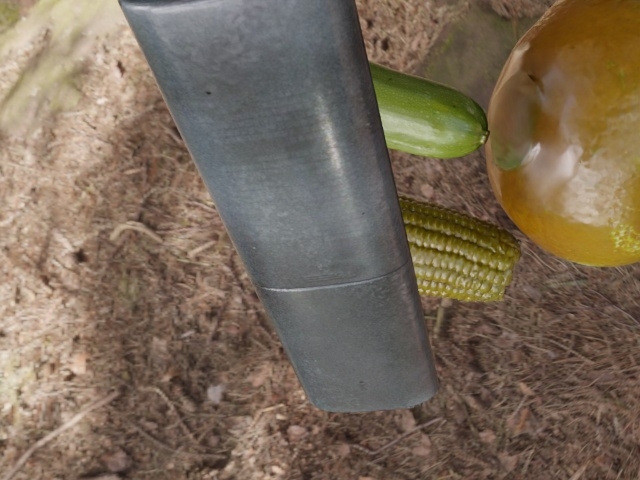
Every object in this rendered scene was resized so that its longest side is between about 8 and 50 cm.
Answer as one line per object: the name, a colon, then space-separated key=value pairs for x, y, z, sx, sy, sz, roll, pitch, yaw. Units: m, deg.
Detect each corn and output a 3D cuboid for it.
corn: x=0.084 y=0.002 z=1.038 sx=0.344 sy=0.131 sz=0.131 roll=11 pitch=88 yaw=1

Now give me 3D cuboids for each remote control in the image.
remote control: x=0.000 y=0.000 z=0.489 sx=0.107 sy=0.378 sz=0.044 roll=-4 pitch=50 yaw=14

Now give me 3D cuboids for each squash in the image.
squash: x=0.094 y=-0.139 z=0.872 sx=0.188 sy=0.095 sz=0.095 roll=21 pitch=92 yaw=13

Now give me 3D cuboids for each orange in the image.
orange: x=0.313 y=-0.132 z=0.932 sx=0.262 sy=0.196 sz=0.335 roll=38 pitch=121 yaw=45
